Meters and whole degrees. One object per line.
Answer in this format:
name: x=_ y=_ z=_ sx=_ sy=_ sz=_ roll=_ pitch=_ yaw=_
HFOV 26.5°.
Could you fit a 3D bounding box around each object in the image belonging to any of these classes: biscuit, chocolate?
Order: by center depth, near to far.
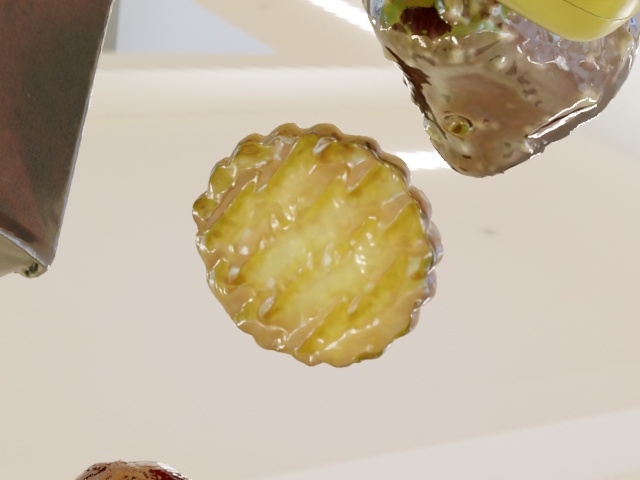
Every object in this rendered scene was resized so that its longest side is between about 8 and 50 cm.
chocolate: x=0.153 y=-0.252 z=1.200 sx=0.225 sy=0.340 sz=0.210 roll=-1 pitch=153 yaw=32
biscuit: x=0.000 y=0.000 z=1.724 sx=0.325 sy=0.326 sz=0.107 roll=15 pitch=-157 yaw=15

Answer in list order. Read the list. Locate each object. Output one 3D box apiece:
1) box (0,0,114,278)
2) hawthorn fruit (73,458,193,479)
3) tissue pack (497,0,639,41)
box: x=-0.285 y=-0.161 z=0.848 sx=0.204 sy=0.345 sz=0.251 roll=-18 pitch=143 yaw=42
hawthorn fruit: x=-0.192 y=0.300 z=1.362 sx=0.181 sy=0.181 sz=0.235 roll=5 pitch=168 yaw=-10
tissue pack: x=0.136 y=-0.206 z=0.828 sx=0.178 sy=0.127 sz=0.123 roll=37 pitch=-124 yaw=9
